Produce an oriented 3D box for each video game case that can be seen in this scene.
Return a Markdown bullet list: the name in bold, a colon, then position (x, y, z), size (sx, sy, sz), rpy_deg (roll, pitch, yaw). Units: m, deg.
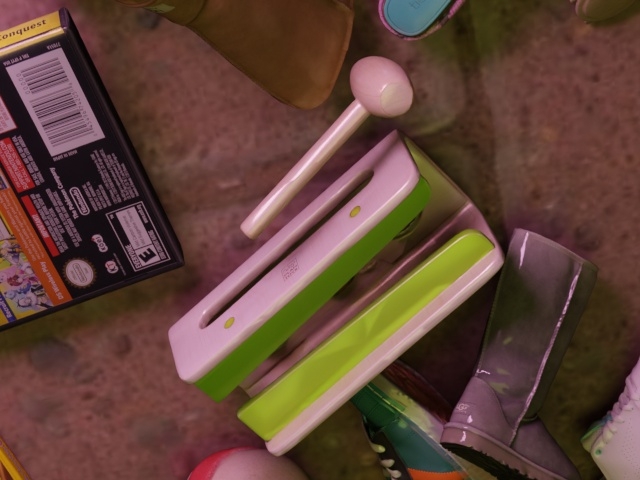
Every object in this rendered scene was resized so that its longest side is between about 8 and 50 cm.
- **video game case**: position (-0.275, -0.041, 1.623), size (0.248, 0.035, 0.275), rpy_deg (-20, 131, 3)

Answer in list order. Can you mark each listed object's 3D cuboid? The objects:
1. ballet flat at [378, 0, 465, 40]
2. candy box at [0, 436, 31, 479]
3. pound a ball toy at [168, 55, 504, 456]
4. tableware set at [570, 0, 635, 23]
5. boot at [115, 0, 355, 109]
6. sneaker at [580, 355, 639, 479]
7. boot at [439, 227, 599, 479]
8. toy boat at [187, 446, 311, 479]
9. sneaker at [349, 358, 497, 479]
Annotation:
- **ballet flat**: position (0.130, -0.254, 1.576), size (0.077, 0.079, 0.221), rpy_deg (40, 117, -6)
- **candy box**: position (-0.341, 0.204, 1.778), size (0.105, 0.027, 0.206), rpy_deg (-25, 119, 8)
- **pound a ball toy**: position (0.000, 0.000, 1.661), size (0.319, 0.136, 0.208), rpy_deg (-42, 117, 12)
- **tableware set**: position (0.249, -0.242, 1.595), size (0.141, 0.020, 0.168), rpy_deg (-35, 151, 18)
- **boot**: position (-0.058, -0.248, 1.501), size (0.269, 0.089, 0.236), rpy_deg (22, 86, -57)
- **sneaker**: position (0.295, 0.177, 1.846), size (0.094, 0.080, 0.212), rpy_deg (2, 120, 3)
- **boot**: position (0.203, 0.116, 1.756), size (0.189, 0.076, 0.209), rpy_deg (35, 67, -40)
- **toy boat**: position (-0.072, 0.302, 1.830), size (0.151, 0.151, 0.231), rpy_deg (-7, 124, 28)
- **sneaker**: position (0.102, 0.225, 1.816), size (0.121, 0.108, 0.302), rpy_deg (-40, 119, 8)
